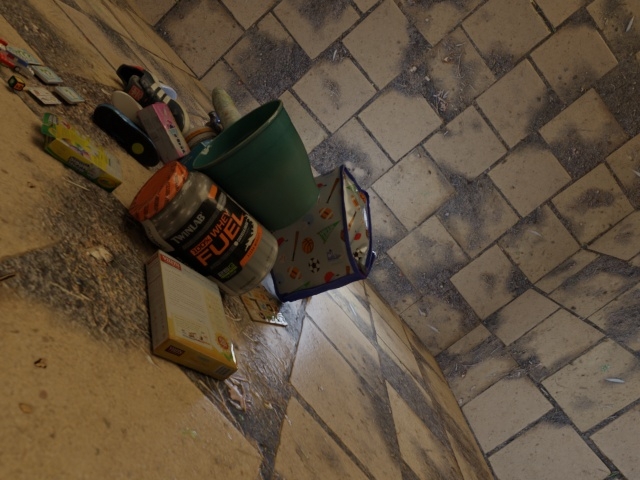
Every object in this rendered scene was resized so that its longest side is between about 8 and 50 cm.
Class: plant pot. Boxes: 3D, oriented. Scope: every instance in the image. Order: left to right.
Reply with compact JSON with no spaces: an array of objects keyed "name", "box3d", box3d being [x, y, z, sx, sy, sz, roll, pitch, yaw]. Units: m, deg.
[{"name":"plant pot","box3d":[-0.139,-0.173,1.087,0.255,0.271,0.272,53,6,-27]}]

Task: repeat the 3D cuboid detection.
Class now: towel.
[{"name":"towel","box3d":[-0.300,-0.364,1.634,0.321,0.090,0.375,57,-8,42]}]

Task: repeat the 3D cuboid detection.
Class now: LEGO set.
[{"name":"LEGO set","box3d":[-0.667,-0.398,0.974,0.182,0.060,0.244,44,11,-16]}]

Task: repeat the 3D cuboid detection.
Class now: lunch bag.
[{"name":"lunch bag","box3d":[0.000,0.000,1.411,0.239,0.327,0.386,38,40,-44]}]

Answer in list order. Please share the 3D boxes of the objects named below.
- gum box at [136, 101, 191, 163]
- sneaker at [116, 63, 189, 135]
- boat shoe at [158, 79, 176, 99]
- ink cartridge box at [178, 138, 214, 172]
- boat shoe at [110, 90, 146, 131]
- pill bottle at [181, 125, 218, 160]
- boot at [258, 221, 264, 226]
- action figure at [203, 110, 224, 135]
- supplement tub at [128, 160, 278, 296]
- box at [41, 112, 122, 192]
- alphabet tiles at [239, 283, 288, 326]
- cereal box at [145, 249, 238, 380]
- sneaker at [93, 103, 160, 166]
[{"name":"gum box","box3d":[-0.506,-0.353,1.369,0.107,0.062,0.189,-81,149,-69]},{"name":"sneaker","box3d":[-0.607,-0.494,1.497,0.350,0.131,0.148,47,14,18]},{"name":"boat shoe","box3d":[-0.709,-0.659,1.806,0.076,0.080,0.228,53,17,10]},{"name":"ink cartridge box","box3d":[-0.308,-0.157,1.260,0.233,0.168,0.171,49,12,-10]},{"name":"boat shoe","box3d":[-0.606,-0.423,1.366,0.063,0.066,0.184,44,5,30]},{"name":"pill bottle","box3d":[-0.376,-0.258,1.504,0.278,0.162,0.162,52,9,12]},{"name":"boot","box3d":[-0.151,-0.020,1.714,0.445,0.146,0.367,42,13,-36]},{"name":"action figure","box3d":[-0.445,-0.365,1.820,0.330,0.178,0.342,-52,130,-74]},{"name":"supplement tub","box3d":[-0.265,-0.024,0.986,0.316,0.193,0.194,44,11,-34]},{"name":"box","box3d":[-0.516,-0.189,0.907,0.179,0.043,0.105,45,10,-45]},{"name":"alphabet tiles","box3d":[-0.197,0.145,1.232,0.237,0.009,0.198,55,10,26]},{"name":"cereal box","box3d":[-0.254,0.142,0.825,0.173,0.047,0.240,43,11,-42]},{"name":"sneaker","box3d":[-0.534,-0.299,1.186,0.209,0.069,0.082,46,6,-26]}]
